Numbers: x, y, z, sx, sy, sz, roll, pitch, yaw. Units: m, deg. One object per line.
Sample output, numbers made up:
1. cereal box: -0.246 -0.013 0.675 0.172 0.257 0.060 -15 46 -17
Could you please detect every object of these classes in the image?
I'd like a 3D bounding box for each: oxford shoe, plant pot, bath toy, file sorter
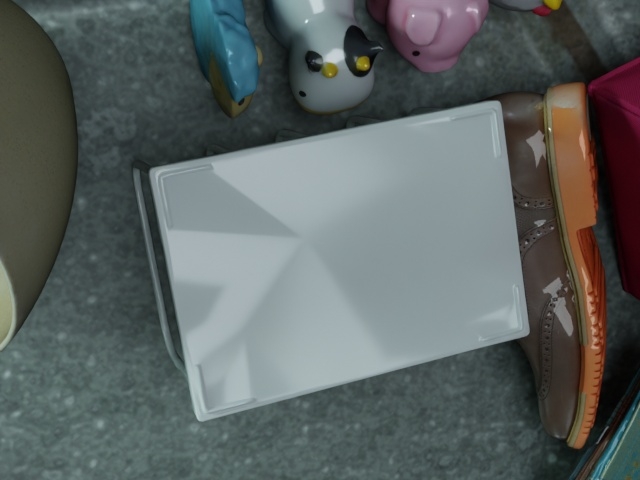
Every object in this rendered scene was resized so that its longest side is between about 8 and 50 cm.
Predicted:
1. oxford shoe: 0.198 0.032 1.003 0.133 0.130 0.363 -3 111 16
2. plant pot: -0.284 -0.078 0.757 0.284 0.284 0.191 47 49 -19
3. bath toy: 0.071 -0.202 0.895 0.348 0.129 0.151 -19 105 -14
4. file sorter: 0.000 0.000 0.886 0.278 0.173 0.192 -13 103 -15

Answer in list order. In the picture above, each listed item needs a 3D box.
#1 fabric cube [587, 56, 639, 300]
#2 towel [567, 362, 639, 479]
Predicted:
1. fabric cube: 0.427 -0.046 0.936 0.259 0.258 0.254 -28 124 -11
2. towel: 0.388 0.293 1.110 0.370 0.040 0.271 31 91 -30
